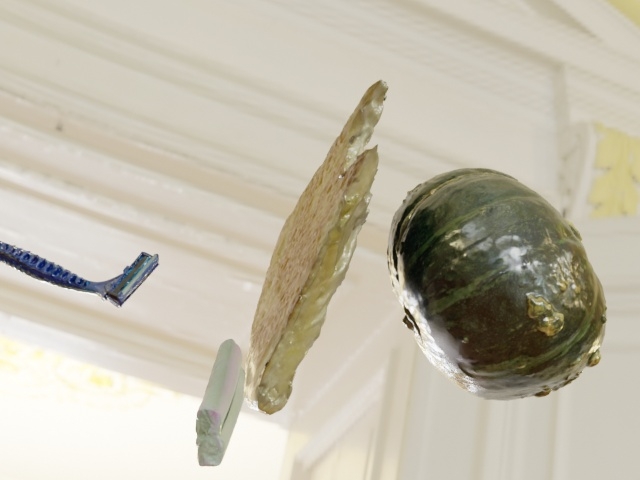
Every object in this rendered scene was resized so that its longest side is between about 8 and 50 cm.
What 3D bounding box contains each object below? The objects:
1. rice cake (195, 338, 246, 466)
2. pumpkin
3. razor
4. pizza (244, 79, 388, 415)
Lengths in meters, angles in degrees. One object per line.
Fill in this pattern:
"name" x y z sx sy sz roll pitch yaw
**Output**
"rice cake" -0.126 0.204 1.604 0.042 0.222 0.080 0 -72 5
"pumpkin" 0.130 0.033 0.938 0.146 0.190 0.190 -22 -43 11
"razor" -0.366 0.030 1.630 0.324 0.093 0.056 13 -48 22
"pizza" 0.000 0.000 0.940 0.034 0.181 0.262 20 -64 -11
